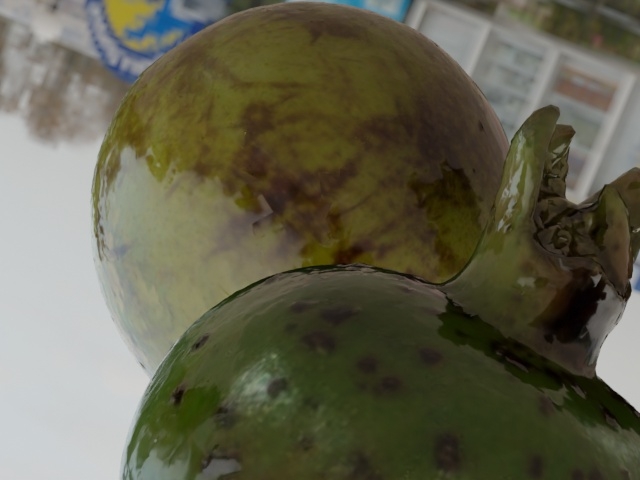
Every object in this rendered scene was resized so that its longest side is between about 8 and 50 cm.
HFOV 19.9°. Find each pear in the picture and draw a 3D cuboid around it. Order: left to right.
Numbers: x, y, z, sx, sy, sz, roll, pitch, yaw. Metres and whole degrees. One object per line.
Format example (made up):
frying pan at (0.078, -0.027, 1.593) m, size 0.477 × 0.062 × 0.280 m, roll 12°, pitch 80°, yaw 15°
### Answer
pear at (0.000, 0.000, 1.081) m, size 0.284 × 0.283 × 0.283 m, roll 22°, pitch -175°, yaw -2°

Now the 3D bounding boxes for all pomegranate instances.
pomegranate at (0.042, 0.080, 0.651) m, size 0.211 × 0.263 × 0.211 m, roll 29°, pitch -173°, yaw -4°
